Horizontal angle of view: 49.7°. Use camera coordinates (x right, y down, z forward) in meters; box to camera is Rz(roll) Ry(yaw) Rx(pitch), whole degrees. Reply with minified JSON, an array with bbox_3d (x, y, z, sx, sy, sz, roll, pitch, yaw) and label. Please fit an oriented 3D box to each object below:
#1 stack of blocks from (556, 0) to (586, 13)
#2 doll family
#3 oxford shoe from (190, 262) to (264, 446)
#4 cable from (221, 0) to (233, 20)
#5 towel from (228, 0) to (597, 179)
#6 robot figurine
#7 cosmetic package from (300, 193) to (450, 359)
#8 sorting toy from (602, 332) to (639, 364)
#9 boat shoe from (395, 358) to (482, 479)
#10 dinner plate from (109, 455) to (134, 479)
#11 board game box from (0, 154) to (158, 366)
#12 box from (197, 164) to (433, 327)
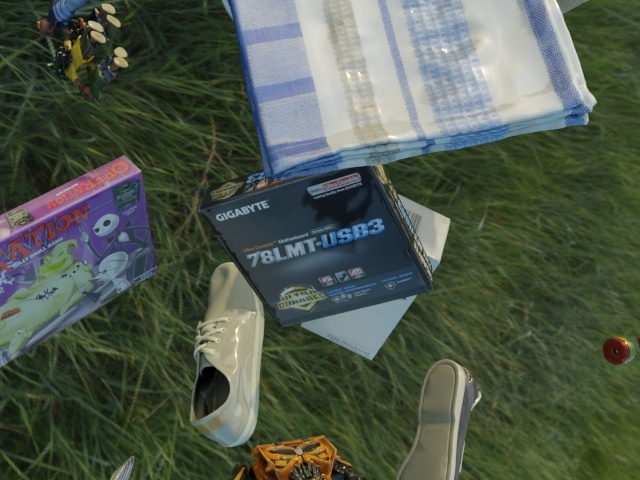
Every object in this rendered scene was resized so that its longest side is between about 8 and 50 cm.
[{"bbox_3d":[0.457,-0.513,1.261,0.087,0.297,0.171,30,70,-20],"label":"stack of blocks"},{"bbox_3d":[-0.347,-0.285,0.991,0.111,0.193,0.076,-33,148,31],"label":"doll family"},{"bbox_3d":[-0.222,0.236,1.567,0.169,0.449,0.130,-29,139,33],"label":"oxford shoe"},{"bbox_3d":[-0.043,-0.392,0.993,0.257,0.089,0.257,4,84,-47],"label":"cable"},{"bbox_3d":[0.072,-0.170,0.594,0.285,0.209,0.034,-12,166,-4],"label":"towel"},{"bbox_3d":[0.001,0.352,0.880,0.211,0.291,0.085,-1,114,-27],"label":"robot figurine"},{"bbox_3d":[0.114,0.076,1.527,0.155,0.197,0.365,-65,179,-48],"label":"cosmetic package"},{"bbox_3d":[0.557,0.192,1.050,0.046,0.274,0.132,-1,73,-33],"label":"sorting toy"},{"bbox_3d":[0.134,0.236,0.746,0.065,0.075,0.206,30,66,-33],"label":"boat shoe"},{"bbox_3d":[-0.362,0.439,1.199,0.017,0.141,0.141,22,96,-1],"label":"dinner plate"},{"bbox_3d":[-0.371,0.051,0.874,0.347,0.056,0.208,-34,144,-30],"label":"board game box"},{"bbox_3d":[0.000,0.000,1.133,0.073,0.295,0.293,-83,151,-46],"label":"box"}]
